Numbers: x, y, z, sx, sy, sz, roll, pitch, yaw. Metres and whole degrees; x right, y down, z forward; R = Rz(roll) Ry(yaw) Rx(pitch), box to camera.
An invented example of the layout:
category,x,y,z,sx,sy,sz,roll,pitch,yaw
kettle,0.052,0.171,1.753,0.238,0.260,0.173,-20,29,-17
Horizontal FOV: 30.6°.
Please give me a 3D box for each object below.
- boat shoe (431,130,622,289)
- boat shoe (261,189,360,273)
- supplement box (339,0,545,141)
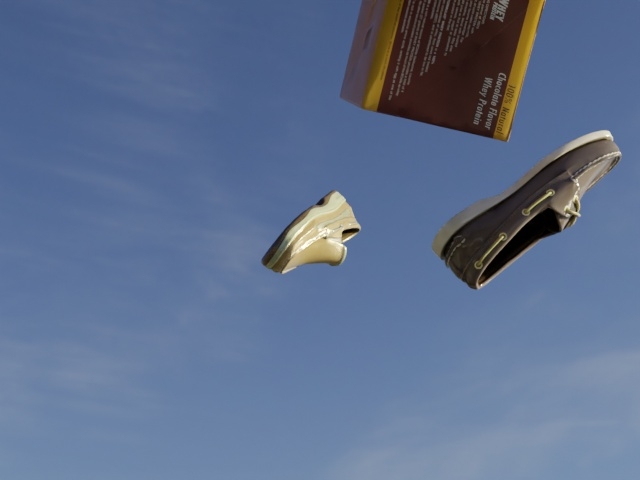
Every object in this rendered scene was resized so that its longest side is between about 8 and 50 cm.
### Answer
category,x,y,z,sx,sy,sz,roll,pitch,yaw
boat shoe,0.319,-0.045,1.716,0.324,0.096,0.116,-32,-28,-12
boat shoe,0.000,0.000,1.357,0.072,0.190,0.068,45,-55,2
supplement box,0.149,-0.242,1.463,0.194,0.191,0.129,11,10,-14
